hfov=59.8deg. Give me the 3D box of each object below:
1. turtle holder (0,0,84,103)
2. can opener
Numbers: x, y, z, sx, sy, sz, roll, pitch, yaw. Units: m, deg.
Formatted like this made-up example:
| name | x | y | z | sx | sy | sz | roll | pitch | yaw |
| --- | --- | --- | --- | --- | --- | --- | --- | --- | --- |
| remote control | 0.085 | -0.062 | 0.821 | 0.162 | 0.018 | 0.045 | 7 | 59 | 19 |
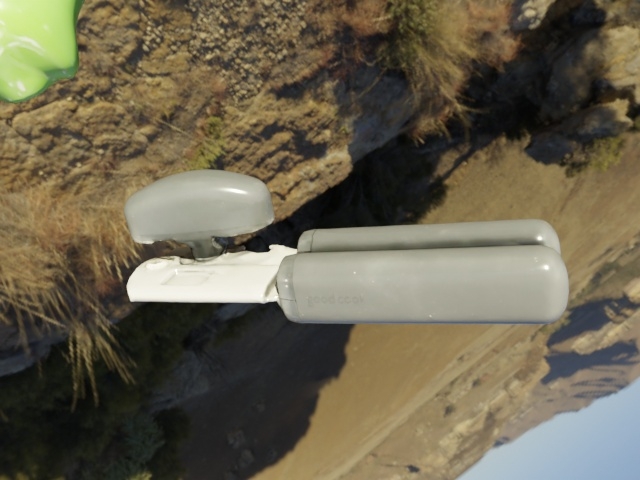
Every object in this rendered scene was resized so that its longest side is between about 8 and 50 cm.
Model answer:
| name | x | y | z | sx | sy | sz | roll | pitch | yaw |
| --- | --- | --- | --- | --- | --- | --- | --- | --- | --- |
| turtle holder | -0.263 | -0.224 | 0.248 | 0.227 | 0.243 | 0.320 | -60 | 160 | -12 |
| can opener | 0.000 | 0.000 | 0.351 | 0.076 | 0.283 | 0.095 | -58 | 141 | -60 |
